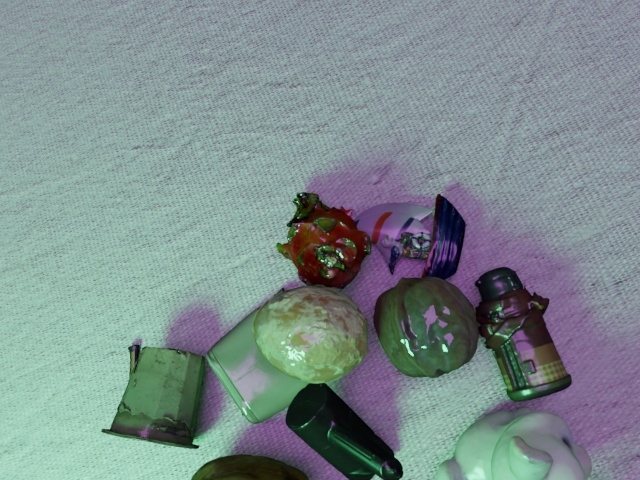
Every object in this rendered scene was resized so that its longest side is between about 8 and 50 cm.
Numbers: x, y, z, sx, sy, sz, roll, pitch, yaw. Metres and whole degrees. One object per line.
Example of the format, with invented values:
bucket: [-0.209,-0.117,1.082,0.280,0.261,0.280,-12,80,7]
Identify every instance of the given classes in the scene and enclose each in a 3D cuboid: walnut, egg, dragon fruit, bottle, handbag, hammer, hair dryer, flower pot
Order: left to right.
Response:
hammer: [-0.448,0.354,1.264,0.078,0.021,0.201,-4,78,8]
flower pot: [-0.357,0.346,1.165,0.212,0.212,0.202,4,71,10]
walnut: [-0.148,0.562,1.064,0.283,0.227,0.283,-1,118,-2]
handbag: [-0.085,0.253,1.211,0.315,0.109,0.241,-34,75,-13]
egg: [-0.020,0.192,1.082,0.245,0.203,0.203,8,79,3]
dragon fruit: [-0.005,-0.011,1.179,0.198,0.200,0.269,-26,73,-1]
hair dryer: [0.087,0.416,1.009,0.244,0.302,0.116,46,74,-19]
walnut: [0.221,0.178,1.102,0.224,0.224,0.224,-2,77,9]
bottle: [0.416,0.187,1.096,0.156,0.143,0.271,-18,74,5]

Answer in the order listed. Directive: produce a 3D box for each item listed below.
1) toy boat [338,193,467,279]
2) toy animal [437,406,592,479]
toy boat: [0.199,-0.031,1.231,0.318,0.072,0.219,36,88,25]
toy animal: [0.357,0.427,0.945,0.241,0.367,0.196,-18,78,-7]
